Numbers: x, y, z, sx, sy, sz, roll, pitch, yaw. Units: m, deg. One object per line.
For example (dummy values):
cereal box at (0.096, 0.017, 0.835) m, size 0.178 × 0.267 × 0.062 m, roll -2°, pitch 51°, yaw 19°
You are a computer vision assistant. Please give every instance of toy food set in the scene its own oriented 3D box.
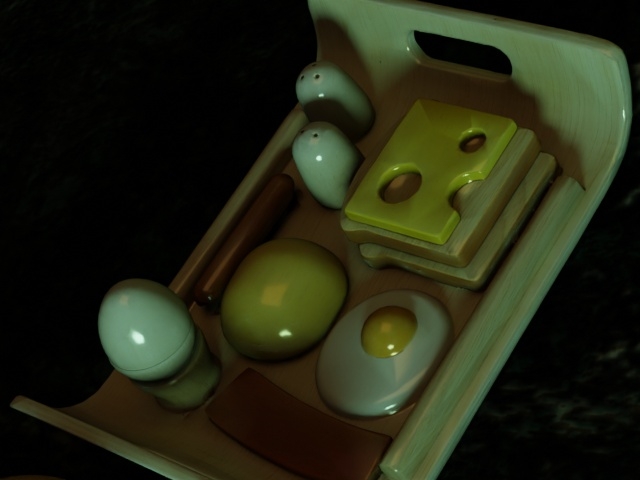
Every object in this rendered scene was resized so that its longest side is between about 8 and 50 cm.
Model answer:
toy food set at (0.000, 0.000, 0.977) m, size 0.220 × 0.092 × 0.306 m, roll 17°, pitch 65°, yaw 39°

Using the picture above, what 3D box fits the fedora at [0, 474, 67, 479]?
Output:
fedora at (-0.156, 0.209, 0.908) m, size 0.194 × 0.079 × 0.194 m, roll -19°, pitch 50°, yaw 24°
